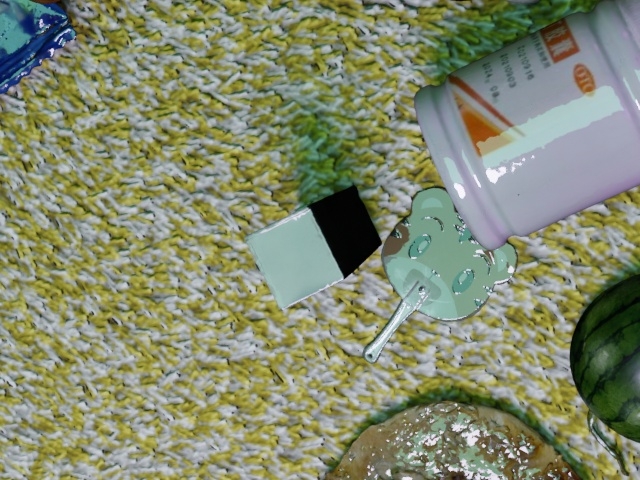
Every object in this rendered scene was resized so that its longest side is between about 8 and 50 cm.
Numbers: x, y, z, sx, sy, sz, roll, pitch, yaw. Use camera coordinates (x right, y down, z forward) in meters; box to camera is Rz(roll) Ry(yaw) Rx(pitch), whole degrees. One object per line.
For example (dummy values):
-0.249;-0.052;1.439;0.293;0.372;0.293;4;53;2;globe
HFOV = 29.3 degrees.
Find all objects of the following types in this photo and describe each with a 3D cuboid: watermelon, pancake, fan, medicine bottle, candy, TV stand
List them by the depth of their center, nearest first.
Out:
0.281;-0.139;1.323;0.316;0.202;0.202;-25;90;13;medicine bottle
0.000;0.000;1.363;0.083;0.269;0.088;-27;92;12;TV stand
0.381;0.145;1.370;0.232;0.127;0.204;-35;91;19;watermelon
0.156;0.361;1.472;0.356;0.065;0.356;1;97;11;pancake
0.121;0.058;1.476;0.152;0.008;0.226;39;101;6;fan
-0.463;-0.327;1.533;0.187;0.077;0.331;-38;84;11;candy

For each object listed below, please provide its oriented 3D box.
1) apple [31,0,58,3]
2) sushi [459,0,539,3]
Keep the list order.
-0.320;-0.391;1.420;0.234;0.234;0.234;1;96;12;apple
0.153;-0.330;1.379;0.332;0.130;0.124;5;92;6;sushi
